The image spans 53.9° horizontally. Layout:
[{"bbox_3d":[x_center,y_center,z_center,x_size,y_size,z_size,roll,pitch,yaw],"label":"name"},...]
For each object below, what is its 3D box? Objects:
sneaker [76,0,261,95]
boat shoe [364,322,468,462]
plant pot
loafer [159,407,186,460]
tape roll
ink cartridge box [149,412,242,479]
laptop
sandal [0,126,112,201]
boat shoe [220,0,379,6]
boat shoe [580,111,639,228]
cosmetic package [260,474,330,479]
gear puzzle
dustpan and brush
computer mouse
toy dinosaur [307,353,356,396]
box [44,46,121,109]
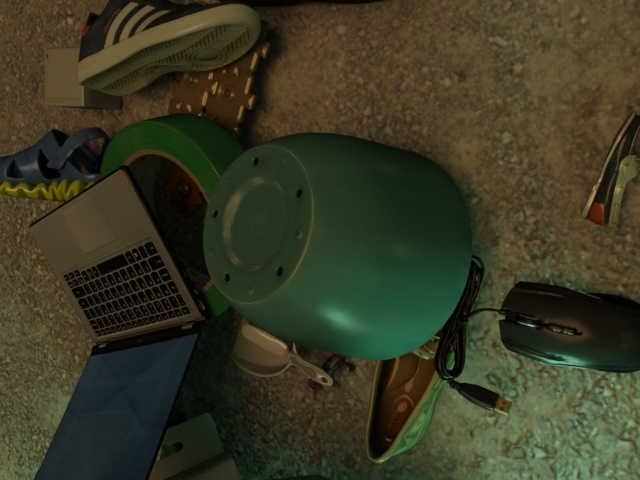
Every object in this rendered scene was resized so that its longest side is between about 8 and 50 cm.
[{"bbox_3d":[-0.242,-0.331,0.950,0.350,0.131,0.148,-5,82,30],"label":"sneaker"},{"bbox_3d":[0.128,0.170,0.864,0.105,0.089,0.285,16,102,26],"label":"boat shoe"},{"bbox_3d":[0.000,0.000,0.784,0.293,0.235,0.293,-10,75,41],"label":"plant pot"},{"bbox_3d":[-0.260,0.368,1.112,0.050,0.056,0.148,-13,89,22],"label":"loafer"},{"bbox_3d":[-0.216,-0.034,0.986,0.321,0.077,0.321,16,117,34],"label":"tape roll"},{"bbox_3d":[-0.201,0.479,1.001,0.207,0.119,0.353,-21,84,-16],"label":"ink cartridge box"},{"bbox_3d":[-0.383,0.154,0.991,0.382,0.236,0.408,-18,102,44],"label":"laptop"},{"bbox_3d":[-0.482,-0.137,1.147,0.317,0.126,0.138,5,93,19],"label":"sandal"},{"bbox_3d":[-0.010,-0.396,0.863,0.342,0.123,0.123,10,101,33],"label":"boat shoe"},{"bbox_3d":[0.353,-0.081,0.742,0.043,0.049,0.137,24,108,21],"label":"boat shoe"},{"bbox_3d":[-0.134,0.500,0.776,0.327,0.394,0.329,142,126,-70],"label":"cosmetic package"},{"bbox_3d":[-0.173,-0.198,1.012,0.175,0.044,0.339,26,107,29],"label":"gear puzzle"},{"bbox_3d":[-0.058,0.166,0.979,0.211,0.060,0.147,24,106,24],"label":"dustpan and brush"},{"bbox_3d":[0.267,0.136,0.767,0.262,0.060,0.184,16,94,13],"label":"computer mouse"},{"bbox_3d":[0.013,0.201,0.971,0.082,0.047,0.090,-21,52,37],"label":"toy dinosaur"},{"bbox_3d":[-0.416,-0.283,1.105,0.101,0.087,0.102,8,99,27],"label":"box"}]
